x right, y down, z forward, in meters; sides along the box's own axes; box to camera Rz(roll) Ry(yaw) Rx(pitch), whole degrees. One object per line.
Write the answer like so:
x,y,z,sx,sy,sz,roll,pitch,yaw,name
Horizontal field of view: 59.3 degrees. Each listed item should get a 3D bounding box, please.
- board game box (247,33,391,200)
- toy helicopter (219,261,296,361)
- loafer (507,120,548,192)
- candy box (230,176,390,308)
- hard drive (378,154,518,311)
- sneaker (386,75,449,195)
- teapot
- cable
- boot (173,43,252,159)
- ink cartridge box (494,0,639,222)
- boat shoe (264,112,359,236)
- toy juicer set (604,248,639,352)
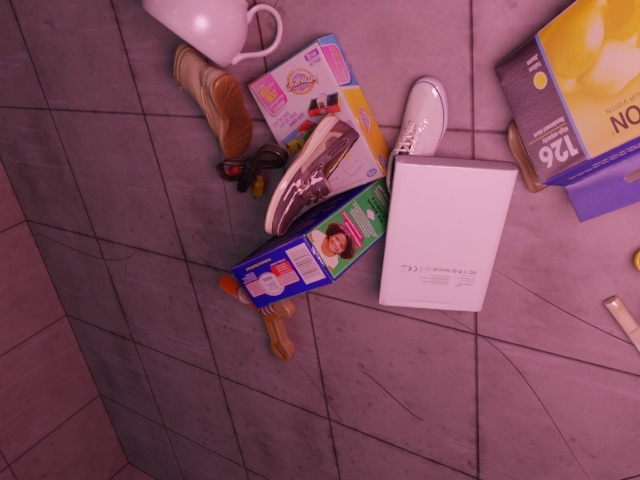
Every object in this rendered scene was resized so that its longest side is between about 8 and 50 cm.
0.001,-0.261,1.270,0.242,0.064,0.317,-16,106,43,board game box
-0.161,0.206,1.653,0.234,0.140,0.355,7,124,37,toy helicopter
0.391,-0.158,1.039,0.050,0.056,0.148,-12,119,41,loafer
0.000,0.000,1.259,0.268,0.317,0.122,-23,103,46,candy box
0.253,-0.005,1.179,0.232,0.047,0.353,4,125,2,hard drive
0.193,-0.197,1.139,0.094,0.091,0.258,23,129,25,sneaker
-0.244,-0.512,1.219,0.187,0.256,0.252,-53,52,8,teapot
-0.170,-0.194,1.410,0.139,0.072,0.287,38,147,-9,cable
-0.273,-0.345,1.412,0.203,0.095,0.262,42,158,28,boot
0.428,-0.204,0.845,0.303,0.072,0.308,-35,72,63,ink cartridge box
-0.017,-0.126,1.165,0.092,0.285,0.103,29,173,10,boat shoe
0.628,0.113,0.998,0.209,0.089,0.329,38,135,12,toy juicer set
